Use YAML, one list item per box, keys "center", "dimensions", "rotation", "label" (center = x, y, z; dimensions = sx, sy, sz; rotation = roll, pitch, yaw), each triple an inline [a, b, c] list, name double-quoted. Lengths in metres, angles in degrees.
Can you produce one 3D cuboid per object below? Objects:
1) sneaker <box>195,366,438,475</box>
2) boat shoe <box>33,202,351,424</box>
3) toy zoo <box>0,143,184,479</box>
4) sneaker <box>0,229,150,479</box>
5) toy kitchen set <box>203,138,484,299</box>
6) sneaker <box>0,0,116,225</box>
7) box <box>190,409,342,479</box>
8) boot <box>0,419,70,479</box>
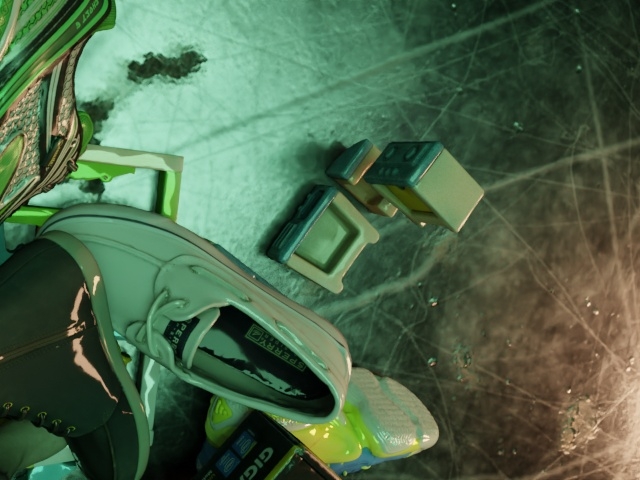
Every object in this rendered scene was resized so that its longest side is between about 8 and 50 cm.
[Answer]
- center: [-0.009, 0.182, 0.773]
  dimensions: [0.240, 0.091, 0.126]
  rotation: [15, 122, -33]
  label: "sneaker"
- center: [-0.098, 0.061, 0.644]
  dimensions: [0.267, 0.088, 0.096]
  rotation: [32, 104, -9]
  label: "boat shoe"
- center: [-0.222, 0.065, 0.688]
  dimensions: [0.192, 0.030, 0.293]
  rotation: [6, 94, -22]
  label: "toy zoo"
- center: [-0.202, 0.113, 0.606]
  dimensions: [0.118, 0.083, 0.222]
  rotation: [-38, 128, -44]
  label: "sneaker"
- center: [0.000, 0.000, 0.696]
  dimensions: [0.122, 0.166, 0.207]
  rotation: [39, 82, -21]
  label: "toy kitchen set"
- center: [-0.233, -0.047, 0.584]
  dimensions: [0.146, 0.134, 0.344]
  rotation: [16, 100, -42]
  label: "sneaker"
- center: [-0.067, 0.330, 0.667]
  dimensions: [0.322, 0.079, 0.257]
  rotation: [-47, 122, -11]
  label: "box"
- center: [-0.242, 0.170, 0.630]
  dimensions: [0.118, 0.087, 0.042]
  rotation: [-12, 103, -19]
  label: "boot"
